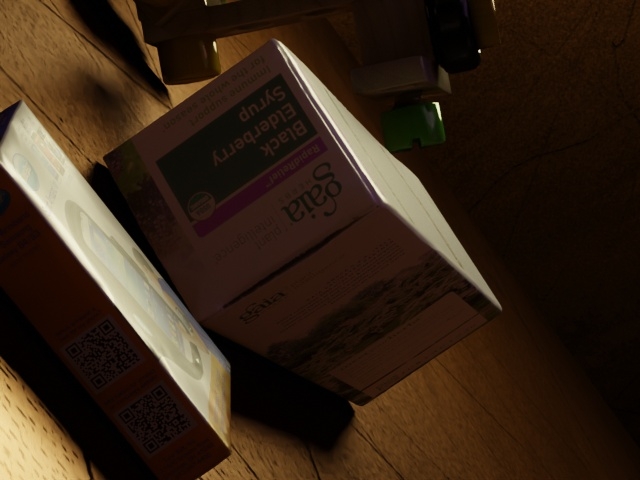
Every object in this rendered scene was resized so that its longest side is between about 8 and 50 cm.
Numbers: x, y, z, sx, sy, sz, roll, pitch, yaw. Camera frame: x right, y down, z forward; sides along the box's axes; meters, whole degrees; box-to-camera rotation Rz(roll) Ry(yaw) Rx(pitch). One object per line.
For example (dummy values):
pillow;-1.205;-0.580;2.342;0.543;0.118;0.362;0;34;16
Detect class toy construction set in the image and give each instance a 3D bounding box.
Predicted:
toy construction set;-0.031;-0.149;1.123;0.309;0.257;0.237;169;-97;-73

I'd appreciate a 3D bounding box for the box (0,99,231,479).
box;-0.078;0.010;0.616;0.136;0.028;0.081;55;7;-16

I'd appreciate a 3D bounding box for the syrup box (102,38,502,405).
syrup box;0.000;0.000;0.896;0.096;0.093;0.237;58;8;22
